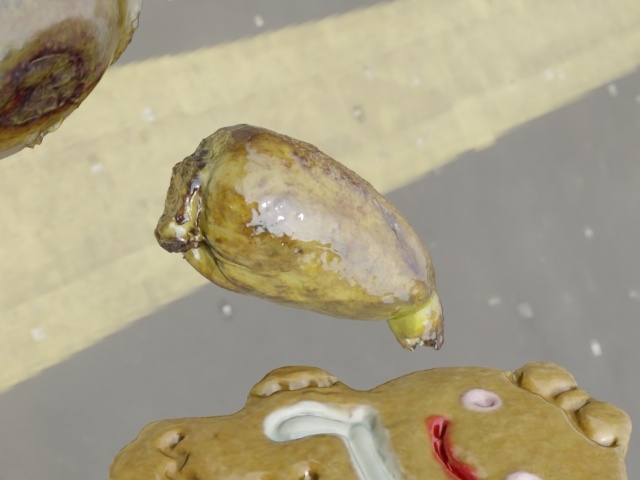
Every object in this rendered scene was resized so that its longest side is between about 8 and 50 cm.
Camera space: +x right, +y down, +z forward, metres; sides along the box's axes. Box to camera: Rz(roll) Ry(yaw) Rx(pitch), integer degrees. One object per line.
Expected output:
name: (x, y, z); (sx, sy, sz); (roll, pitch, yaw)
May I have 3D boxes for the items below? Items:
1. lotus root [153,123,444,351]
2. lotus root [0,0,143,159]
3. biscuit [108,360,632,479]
lotus root: (0.000, 0.000, 0.960); (0.190, 0.108, 0.094); (24, 87, -21)
lotus root: (-0.166, -0.081, 0.505); (0.241, 0.123, 0.124); (2, 67, -42)
biscuit: (0.030, 0.114, 0.763); (0.184, 0.249, 0.035); (-111, -162, -54)
